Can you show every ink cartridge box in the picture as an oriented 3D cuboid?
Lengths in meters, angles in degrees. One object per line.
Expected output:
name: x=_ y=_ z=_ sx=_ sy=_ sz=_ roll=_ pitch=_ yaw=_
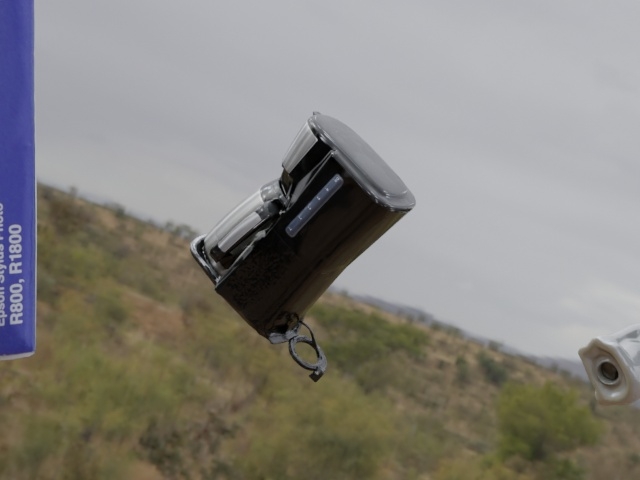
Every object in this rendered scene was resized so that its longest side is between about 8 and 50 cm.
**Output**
ink cartridge box: x=-0.249 y=-0.087 z=0.838 sx=0.071 sy=0.324 sz=0.330 roll=-2 pitch=9 yaw=-25

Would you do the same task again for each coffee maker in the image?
coffee maker: x=0.000 y=0.000 z=1.051 sx=0.171 sy=0.178 sz=0.120 roll=42 pitch=21 yaw=-9

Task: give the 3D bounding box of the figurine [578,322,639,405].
figurine: x=0.444 y=0.101 z=1.395 sx=0.209 sy=0.092 sz=0.215 roll=-21 pitch=-19 yaw=-38
